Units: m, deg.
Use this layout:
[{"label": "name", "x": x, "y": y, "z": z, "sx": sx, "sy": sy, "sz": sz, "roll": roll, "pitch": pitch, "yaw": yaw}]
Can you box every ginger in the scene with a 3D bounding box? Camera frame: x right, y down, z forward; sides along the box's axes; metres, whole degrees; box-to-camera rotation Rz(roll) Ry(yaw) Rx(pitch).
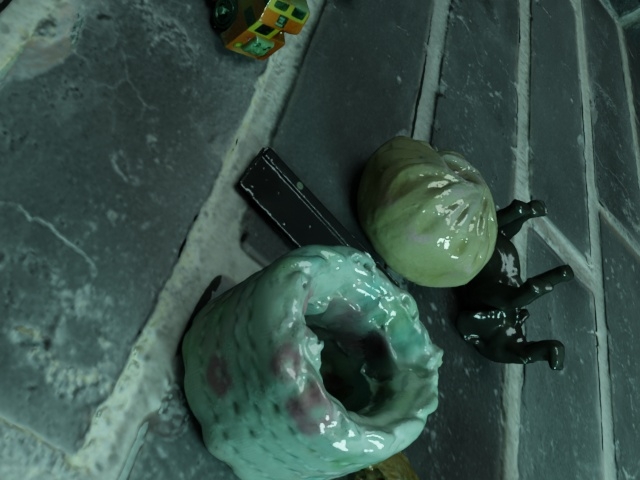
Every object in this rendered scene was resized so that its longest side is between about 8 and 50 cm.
[{"label": "ginger", "x": 0.045, "y": 0.241, "z": 0.690, "sx": 0.165, "sy": 0.067, "sz": 0.096, "roll": 10, "pitch": 82, "yaw": -46}]

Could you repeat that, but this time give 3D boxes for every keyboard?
[{"label": "keyboard", "x": -0.001, "y": 0.000, "z": 0.827, "sx": 0.231, "sy": 0.023, "sz": 0.072, "roll": 46, "pitch": 47, "yaw": -18}]

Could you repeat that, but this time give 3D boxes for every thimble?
[{"label": "thimble", "x": -0.001, "y": 0.112, "z": 0.653, "sx": 0.211, "sy": 0.149, "sz": 0.185, "roll": 16, "pitch": 54, "yaw": -42}]

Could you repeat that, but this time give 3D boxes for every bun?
[{"label": "bun", "x": 0.138, "y": -0.048, "z": 0.919, "sx": 0.178, "sy": 0.128, "sz": 0.193, "roll": 25, "pitch": 45, "yaw": -25}]

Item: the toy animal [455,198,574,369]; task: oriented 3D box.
[{"label": "toy animal", "x": 0.248, "y": 0.059, "z": 0.976, "sx": 0.115, "sy": 0.146, "sz": 0.245, "roll": 20, "pitch": 52, "yaw": -34}]

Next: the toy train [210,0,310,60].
[{"label": "toy train", "x": -0.082, "y": -0.303, "z": 0.856, "sx": 0.072, "sy": 0.099, "sz": 0.188, "roll": 3, "pitch": 67, "yaw": -48}]
